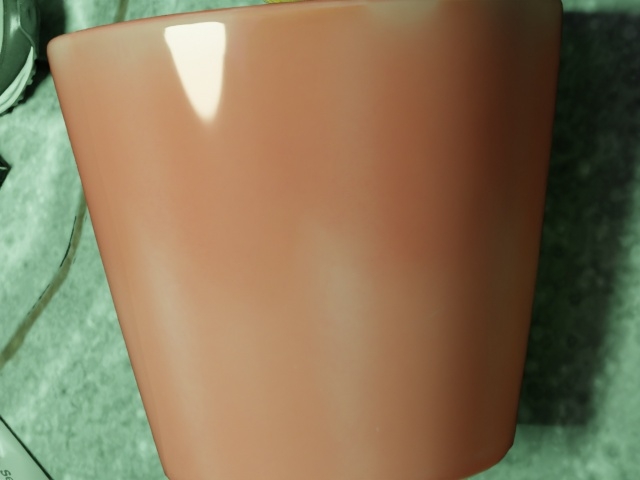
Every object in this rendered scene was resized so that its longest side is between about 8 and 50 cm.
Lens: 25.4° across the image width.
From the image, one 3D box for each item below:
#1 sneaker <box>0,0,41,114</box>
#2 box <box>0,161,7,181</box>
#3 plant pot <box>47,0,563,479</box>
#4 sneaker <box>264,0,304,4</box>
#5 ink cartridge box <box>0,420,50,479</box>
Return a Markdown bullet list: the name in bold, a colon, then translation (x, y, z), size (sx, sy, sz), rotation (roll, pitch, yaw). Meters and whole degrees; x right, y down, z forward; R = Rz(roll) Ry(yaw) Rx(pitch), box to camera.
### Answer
- **sneaker**: translation (-0.321, -0.142, 1.098), size (0.271, 0.108, 0.100), rotation (-9, 81, 35)
- **box**: translation (-0.418, 0.034, 1.045), size (0.073, 0.295, 0.293), rotation (46, 115, 29)
- **plant pot**: translation (0.000, 0.000, 0.771), size (0.275, 0.275, 0.243), rotation (0, 98, 37)
- **sneaker**: translation (0.096, -0.208, 0.782), size (0.296, 0.131, 0.112), rotation (-18, 88, 8)
- **ink cartridge box**: translation (-0.336, 0.253, 1.084), size (0.198, 0.114, 0.273), rotation (41, 111, 31)
